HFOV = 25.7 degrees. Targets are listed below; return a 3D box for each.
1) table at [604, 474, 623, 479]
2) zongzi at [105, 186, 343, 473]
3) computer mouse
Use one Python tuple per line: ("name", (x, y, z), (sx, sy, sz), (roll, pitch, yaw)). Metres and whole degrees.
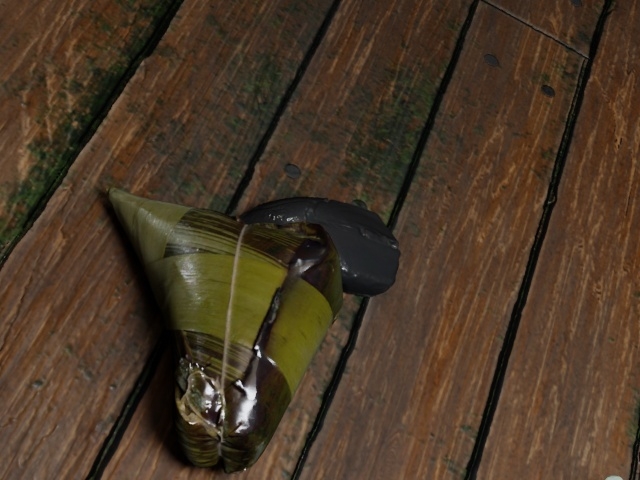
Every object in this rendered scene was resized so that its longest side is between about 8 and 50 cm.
("table", (0.286, 0.362, 1.547), (0.198, 0.166, 0.166), (-18, 64, -46))
("zongzi", (-0.160, 0.087, 1.563), (0.318, 0.154, 0.289), (18, 49, 13))
("computer mouse", (0.000, 0.000, 1.736), (0.217, 0.073, 0.122), (9, 50, -22))
